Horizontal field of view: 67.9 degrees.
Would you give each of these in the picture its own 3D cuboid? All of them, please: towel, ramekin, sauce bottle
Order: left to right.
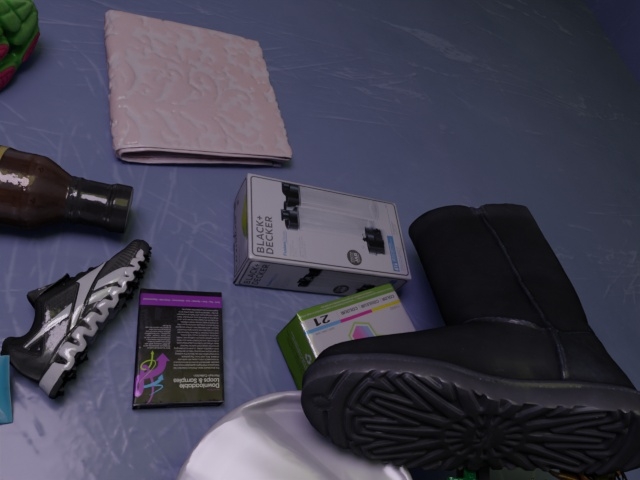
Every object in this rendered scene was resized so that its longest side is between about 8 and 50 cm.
[{"bbox_3d":[-0.432,-0.071,0.625,0.344,0.111,0.112,13,54,-22],"label":"sauce bottle"},{"bbox_3d":[-0.235,-0.282,0.904,0.316,0.053,0.332,-1,61,-29],"label":"towel"},{"bbox_3d":[-0.033,0.321,0.535,0.272,0.127,0.273,5,55,-8],"label":"ramekin"}]

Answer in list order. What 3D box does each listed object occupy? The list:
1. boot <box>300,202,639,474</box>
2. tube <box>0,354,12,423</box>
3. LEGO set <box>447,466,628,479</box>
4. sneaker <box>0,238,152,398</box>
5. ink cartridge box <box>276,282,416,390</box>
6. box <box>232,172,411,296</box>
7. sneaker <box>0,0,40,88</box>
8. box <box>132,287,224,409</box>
[{"bbox_3d":[0.174,0.075,0.659,0.366,0.146,0.445,9,34,-1],"label":"boot"},{"bbox_3d":[-0.445,0.172,0.495,0.206,0.052,0.080,-1,103,-29],"label":"tube"},{"bbox_3d":[0.240,0.343,0.515,0.254,0.331,0.192,-2,96,7],"label":"LEGO set"},{"bbox_3d":[-0.311,0.074,0.612,0.106,0.078,0.234,31,52,-9],"label":"sneaker"},{"bbox_3d":[0.075,0.215,0.710,0.188,0.097,0.255,-13,65,-33],"label":"ink cartridge box"},{"bbox_3d":[0.000,0.000,0.818,0.289,0.087,0.169,10,55,-22],"label":"box"},{"bbox_3d":[-0.612,-0.272,0.614,0.202,0.185,0.482,49,49,4],"label":"sneaker"},{"bbox_3d":[-0.195,0.147,0.658,0.115,0.029,0.162,6,56,-23],"label":"box"}]
